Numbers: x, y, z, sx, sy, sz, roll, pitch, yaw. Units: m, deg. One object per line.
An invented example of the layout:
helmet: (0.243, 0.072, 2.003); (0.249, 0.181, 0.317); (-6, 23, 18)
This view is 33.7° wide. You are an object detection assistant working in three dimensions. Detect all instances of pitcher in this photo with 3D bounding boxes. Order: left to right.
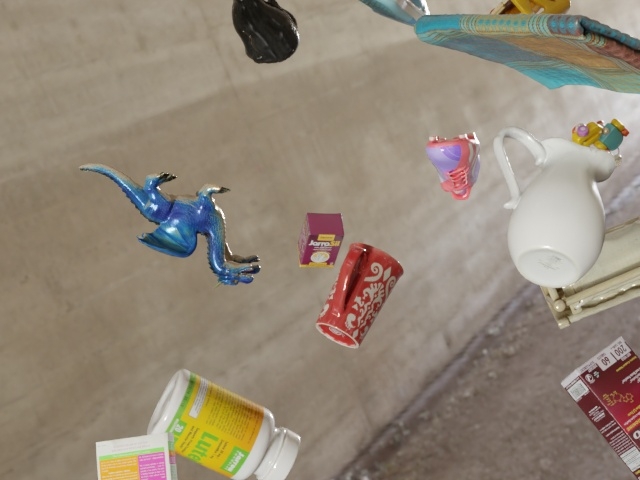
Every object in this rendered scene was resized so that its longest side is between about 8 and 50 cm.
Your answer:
pitcher: (0.300, -0.052, 1.419); (0.125, 0.177, 0.207); (117, 175, -54)

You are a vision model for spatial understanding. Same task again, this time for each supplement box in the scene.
supplement box: (0.000, 0.000, 1.557); (0.054, 0.043, 0.083); (1, -37, -12)
supplement box: (0.564, 0.309, 1.904); (0.130, 0.239, 0.073); (-30, -17, -26)

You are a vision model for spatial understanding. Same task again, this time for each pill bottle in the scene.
pill bottle: (-0.165, 0.335, 1.847); (0.136, 0.245, 0.136); (-58, 13, 21)

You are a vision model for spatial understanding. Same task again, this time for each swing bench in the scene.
swing bench: (0.473, 0.022, 1.702); (0.253, 0.165, 0.254); (-23, -22, 9)

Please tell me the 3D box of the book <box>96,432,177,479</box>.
book: (-0.220, 0.313, 1.285); (0.096, 0.144, 0.035); (-11, -17, 16)

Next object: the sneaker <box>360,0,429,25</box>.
sneaker: (0.173, -0.531, 2.045); (0.127, 0.208, 0.319); (23, 7, 16)

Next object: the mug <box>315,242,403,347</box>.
mug: (0.056, 0.094, 1.942); (0.113, 0.150, 0.169); (4, 59, 51)

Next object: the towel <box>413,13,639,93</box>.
towel: (0.313, -0.237, 1.365); (0.271, 0.040, 0.370); (15, 5, -26)

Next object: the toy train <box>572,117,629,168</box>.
toy train: (0.451, -0.154, 1.806); (0.166, 0.125, 0.046); (-16, 43, -30)

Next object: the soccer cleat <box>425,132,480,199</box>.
soccer cleat: (0.219, -0.118, 1.702); (0.083, 0.095, 0.248); (-3, -1, 12)

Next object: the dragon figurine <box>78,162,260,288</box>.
dragon figurine: (-0.214, -0.021, 1.504); (0.289, 0.144, 0.085); (14, 1, -12)

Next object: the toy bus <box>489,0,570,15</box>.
toy bus: (0.392, -0.417, 1.889); (0.202, 0.104, 0.191); (-40, -5, 13)

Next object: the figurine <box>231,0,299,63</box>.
figurine: (-0.092, -0.419, 1.625); (0.092, 0.215, 0.209); (1, -27, 23)
